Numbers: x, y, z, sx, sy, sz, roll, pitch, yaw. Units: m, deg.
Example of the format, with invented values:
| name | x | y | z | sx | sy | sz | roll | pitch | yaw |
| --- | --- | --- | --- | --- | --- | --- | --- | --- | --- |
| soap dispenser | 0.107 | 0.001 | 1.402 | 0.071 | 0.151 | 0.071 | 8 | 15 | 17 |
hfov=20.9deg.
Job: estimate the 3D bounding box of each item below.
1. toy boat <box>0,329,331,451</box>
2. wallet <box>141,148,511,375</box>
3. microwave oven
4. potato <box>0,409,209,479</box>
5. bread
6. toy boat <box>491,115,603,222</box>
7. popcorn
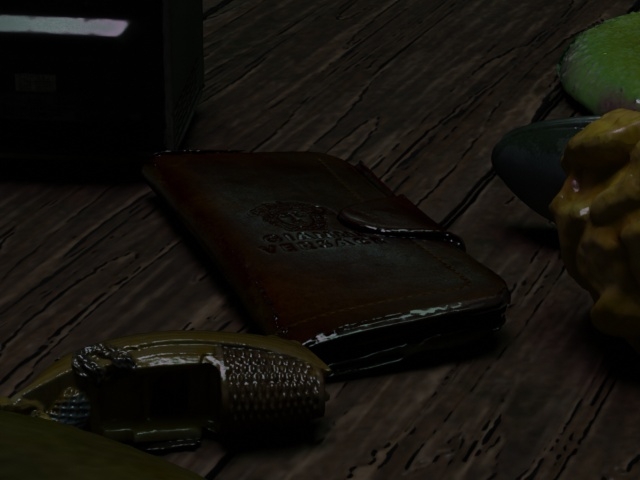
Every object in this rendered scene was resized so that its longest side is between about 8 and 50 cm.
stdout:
| name | x | y | z | sx | sy | sz | roll | pitch | yaw |
| --- | --- | --- | --- | --- | --- | --- | --- | --- | --- |
| toy boat | -0.069 | 0.067 | 0.772 | 0.149 | 0.047 | 0.049 | -4 | 25 | -14 |
| wallet | 0.000 | 0.000 | 0.945 | 0.137 | 0.031 | 0.255 | -8 | 26 | -20 |
| microwave oven | -0.182 | -0.122 | 1.091 | 0.205 | 0.129 | 0.163 | 3 | 26 | 4 |
| potato | -0.075 | 0.186 | 0.317 | 0.270 | 0.219 | 0.359 | -13 | 33 | -8 |
| bread | 0.314 | -0.120 | 1.213 | 0.301 | 0.045 | 0.301 | 1 | 23 | 0 |
| toy boat | 0.224 | -0.031 | 0.964 | 0.261 | 0.078 | 0.085 | 8 | 41 | 10 |
| popcorn | 0.218 | -0.006 | 0.839 | 0.194 | 0.140 | 0.163 | -8 | 21 | -17 |
